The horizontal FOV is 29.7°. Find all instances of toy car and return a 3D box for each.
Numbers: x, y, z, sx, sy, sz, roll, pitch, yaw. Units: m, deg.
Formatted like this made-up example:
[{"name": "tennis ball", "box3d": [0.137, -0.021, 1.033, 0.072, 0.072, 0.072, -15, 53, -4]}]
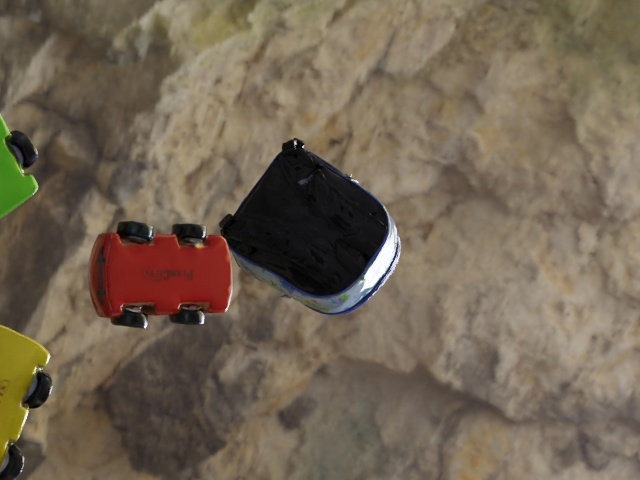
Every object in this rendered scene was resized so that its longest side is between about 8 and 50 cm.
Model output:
[{"name": "toy car", "box3d": [-0.172, -0.002, 0.661, 0.053, 0.225, 0.239, -2, -150, 44]}]

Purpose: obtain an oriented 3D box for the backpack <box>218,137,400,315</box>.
[{"name": "backpack", "box3d": [0.000, 0.000, 0.905, 0.114, 0.084, 0.105, 32, -102, 26]}]
